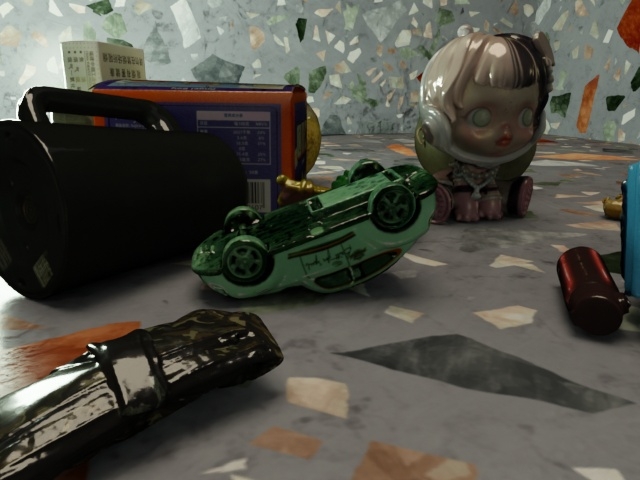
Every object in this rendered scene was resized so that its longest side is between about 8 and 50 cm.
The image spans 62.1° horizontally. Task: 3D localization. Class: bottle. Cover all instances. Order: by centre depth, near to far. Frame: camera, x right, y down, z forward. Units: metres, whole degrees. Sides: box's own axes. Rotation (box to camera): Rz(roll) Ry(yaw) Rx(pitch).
[{"bbox_3d":[0.302,0.054,0.594,0.060,0.060,0.164,6,17,18],"label":"bottle"}]

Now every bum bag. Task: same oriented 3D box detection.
[{"bbox_3d":[-0.140,0.104,0.379,0.102,0.069,0.248,32,33,33],"label":"bum bag"}]

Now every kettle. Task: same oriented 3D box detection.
[{"bbox_3d":[-0.285,-0.072,0.734,0.262,0.203,0.308,31,26,25],"label":"kettle"}]

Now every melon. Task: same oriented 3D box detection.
[{"bbox_3d":[0.372,-0.244,1.298,0.308,0.271,0.272,31,9,-16],"label":"melon"}]

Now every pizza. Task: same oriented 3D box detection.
[{"bbox_3d":[0.669,-0.078,1.071,0.188,0.062,0.199,9,17,20],"label":"pizza"}]

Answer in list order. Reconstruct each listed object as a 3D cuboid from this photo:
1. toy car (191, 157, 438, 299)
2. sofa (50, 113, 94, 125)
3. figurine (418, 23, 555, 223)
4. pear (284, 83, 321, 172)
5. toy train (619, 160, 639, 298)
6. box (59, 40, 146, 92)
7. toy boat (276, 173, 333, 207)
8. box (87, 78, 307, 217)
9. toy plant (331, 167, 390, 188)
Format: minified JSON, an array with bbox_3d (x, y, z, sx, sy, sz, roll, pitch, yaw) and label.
[{"bbox_3d":[0.000,0.000,0.656,0.306,0.125,0.136,-22,23,-1],"label":"toy car"},{"bbox_3d":[-0.475,-0.158,1.011,0.176,0.225,0.210,5,19,1],"label":"sofa"},{"bbox_3d":[0.283,-0.210,1.005,0.253,0.361,0.211,-13,31,-29],"label":"figurine"},{"bbox_3d":[-0.122,-0.263,1.357,0.271,0.271,0.271,1,16,0],"label":"pear"},{"bbox_3d":[0.476,-0.010,0.546,0.300,0.188,0.265,-1,3,-36],"label":"toy train"},{"bbox_3d":[-0.477,-0.274,1.219,0.095,0.330,0.210,3,15,8],"label":"box"},{"bbox_3d":[0.061,-0.047,0.817,0.318,0.099,0.141,-3,-20,-45],"label":"toy boat"},{"bbox_3d":[-0.207,-0.180,1.040,0.349,0.256,0.318,2,17,4],"label":"box"},{"bbox_3d":[0.057,-0.085,1.006,0.155,0.088,0.240,-21,1,-22],"label":"toy plant"}]
